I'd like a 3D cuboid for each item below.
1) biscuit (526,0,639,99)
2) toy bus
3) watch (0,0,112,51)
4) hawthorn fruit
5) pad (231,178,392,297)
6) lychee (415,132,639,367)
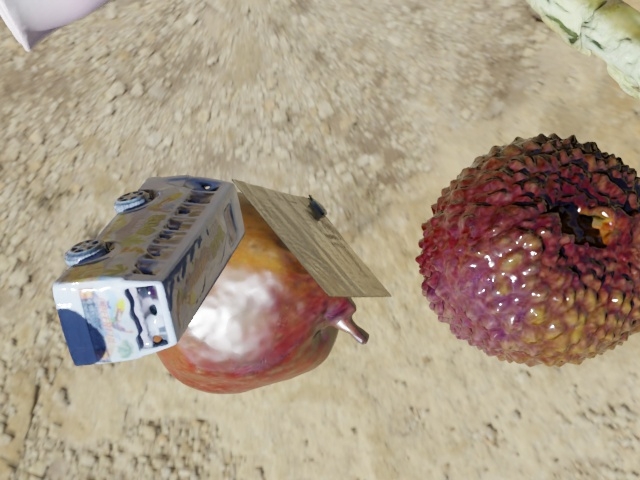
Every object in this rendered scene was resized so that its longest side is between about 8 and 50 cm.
[{"bbox_3d":[0.364,-0.213,1.404,0.335,0.329,0.078,41,106,5],"label":"biscuit"},{"bbox_3d":[-0.184,0.019,1.366,0.136,0.329,0.109,-8,112,14],"label":"toy bus"},{"bbox_3d":[-0.246,-0.249,0.877,0.196,0.244,0.231,-29,108,-7],"label":"watch"},{"bbox_3d":[-0.116,0.077,1.766,0.308,0.325,0.308,4,81,-29],"label":"hawthorn fruit"},{"bbox_3d":[0.000,0.000,1.323,0.009,0.265,0.159,-42,77,11],"label":"pad"},{"bbox_3d":[0.216,0.020,1.266,0.271,0.271,0.271,-1,103,-3],"label":"lychee"}]
